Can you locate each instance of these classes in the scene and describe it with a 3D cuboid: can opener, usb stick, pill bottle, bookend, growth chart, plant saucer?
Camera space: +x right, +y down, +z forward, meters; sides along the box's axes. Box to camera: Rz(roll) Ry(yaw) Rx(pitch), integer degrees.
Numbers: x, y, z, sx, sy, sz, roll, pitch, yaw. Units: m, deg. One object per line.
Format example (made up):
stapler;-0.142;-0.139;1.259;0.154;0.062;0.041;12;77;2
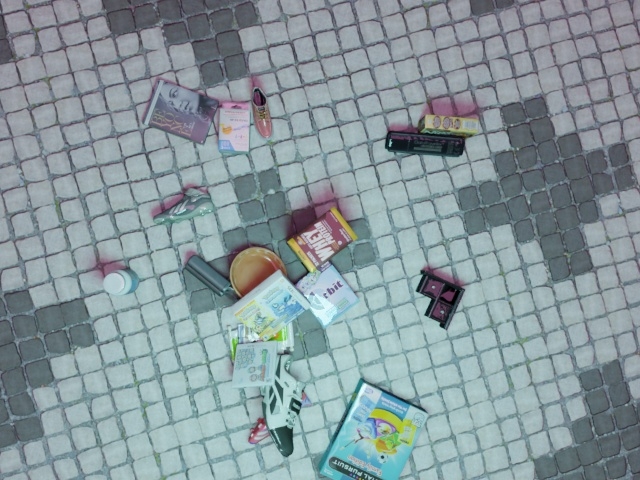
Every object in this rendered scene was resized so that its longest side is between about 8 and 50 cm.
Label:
can opener;-0.324;0.140;1.944;0.283;0.076;0.095;39;55;-2
usb stick;0.366;-0.338;2.004;0.278;0.045;0.077;4;112;-4
pill bottle;-0.652;0.137;1.863;0.087;0.160;0.087;0;89;-4
bookend;0.394;0.205;1.984;0.157;0.072;0.156;26;87;-3
growth chart;-0.204;0.329;1.963;0.237;0.021;0.171;-14;89;-5
plant saucer;-0.211;0.122;1.927;0.200;0.037;0.199;8;69;-22

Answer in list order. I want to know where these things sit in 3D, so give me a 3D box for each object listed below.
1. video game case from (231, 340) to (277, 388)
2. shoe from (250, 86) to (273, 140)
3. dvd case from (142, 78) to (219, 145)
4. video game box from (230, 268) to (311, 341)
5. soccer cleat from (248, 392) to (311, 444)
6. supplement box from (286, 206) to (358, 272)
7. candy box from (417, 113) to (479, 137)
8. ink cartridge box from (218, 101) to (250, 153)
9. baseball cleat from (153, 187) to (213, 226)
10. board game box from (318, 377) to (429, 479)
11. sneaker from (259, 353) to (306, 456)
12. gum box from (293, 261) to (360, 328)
video game case;-0.215;0.407;1.875;0.143;0.019;0.157;-8;50;11
shoe;-0.203;-0.434;1.950;0.064;0.081;0.177;-13;90;-4
dvd case;-0.480;-0.441;1.962;0.221;0.018;0.164;19;87;-3
video game box;-0.159;0.217;1.874;0.205;0.048;0.187;-38;128;2
soccer cleat;-0.139;0.608;1.933;0.095;0.083;0.248;45;83;-7
supplement box;0.000;0.000;1.898;0.191;0.194;0.129;-37;92;-4
candy box;0.442;-0.396;1.984;0.187;0.109;0.053;3;89;-5
ink cartridge box;-0.293;-0.392;1.952;0.104;0.061;0.181;2;88;-4
baseball cleat;-0.470;-0.116;1.939;0.206;0.072;0.109;-12;76;-9
board game box;0.181;0.683;1.953;0.254;0.079;0.336;26;87;-3
sneaker;-0.110;0.519;1.842;0.146;0.122;0.330;-18;62;5
gum box;0.018;0.182;1.972;0.157;0.041;0.184;-38;92;-4
